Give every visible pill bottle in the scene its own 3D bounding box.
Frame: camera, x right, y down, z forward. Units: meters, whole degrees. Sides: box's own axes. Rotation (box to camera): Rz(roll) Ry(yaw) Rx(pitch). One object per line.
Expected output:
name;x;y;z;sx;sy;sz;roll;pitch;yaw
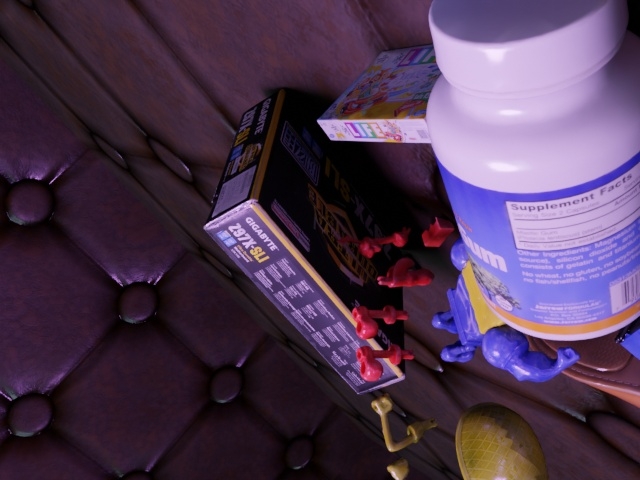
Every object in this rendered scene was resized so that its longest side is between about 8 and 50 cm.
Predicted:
pill bottle;0.163;-0.060;0.488;0.152;0.152;0.272;26;155;42

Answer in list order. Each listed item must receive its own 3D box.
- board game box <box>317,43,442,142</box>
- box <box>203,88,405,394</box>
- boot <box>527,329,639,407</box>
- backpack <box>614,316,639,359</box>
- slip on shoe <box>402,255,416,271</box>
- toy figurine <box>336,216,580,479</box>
board game box;0.076;-0.130;0.596;0.026;0.103;0.154;51;161;-28
box;0.000;0.000;0.875;0.322;0.079;0.257;51;-155;-29
boot;0.377;0.166;0.719;0.284;0.109;0.220;5;145;52
backpack;0.320;0.053;0.541;0.101;0.098;0.120;33;150;12
slip on shoe;0.112;0.054;1.086;0.041;0.051;0.135;48;155;-11
toy figurine;0.163;0.078;0.687;0.191;0.362;0.217;6;143;-21
